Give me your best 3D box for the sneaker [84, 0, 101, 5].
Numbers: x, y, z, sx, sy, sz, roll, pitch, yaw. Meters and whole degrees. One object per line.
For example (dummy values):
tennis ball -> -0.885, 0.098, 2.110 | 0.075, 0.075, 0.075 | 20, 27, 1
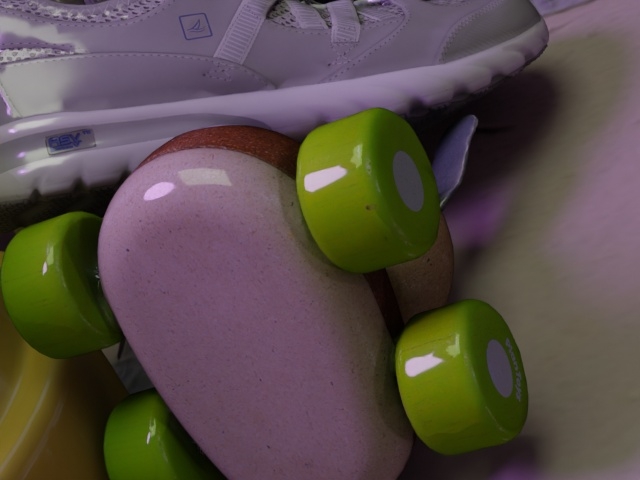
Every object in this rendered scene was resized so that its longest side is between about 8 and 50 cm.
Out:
sneaker -> -0.138, -0.254, 1.069 | 0.153, 0.101, 0.269 | 2, 45, 34

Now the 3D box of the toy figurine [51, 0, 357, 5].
toy figurine -> -0.086, -0.165, 0.806 | 0.209, 0.213, 0.148 | 0, 25, 35

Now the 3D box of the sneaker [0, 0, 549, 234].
sneaker -> -0.022, -0.089, 0.671 | 0.281, 0.115, 0.105 | -14, -7, -28

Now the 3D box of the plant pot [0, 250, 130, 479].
plant pot -> -0.224, 0.053, 0.573 | 0.254, 0.239, 0.254 | -18, 33, 12

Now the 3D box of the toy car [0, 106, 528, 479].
toy car -> 0.000, 0.000, 0.595 | 0.155, 0.149, 0.188 | -17, 21, 27
